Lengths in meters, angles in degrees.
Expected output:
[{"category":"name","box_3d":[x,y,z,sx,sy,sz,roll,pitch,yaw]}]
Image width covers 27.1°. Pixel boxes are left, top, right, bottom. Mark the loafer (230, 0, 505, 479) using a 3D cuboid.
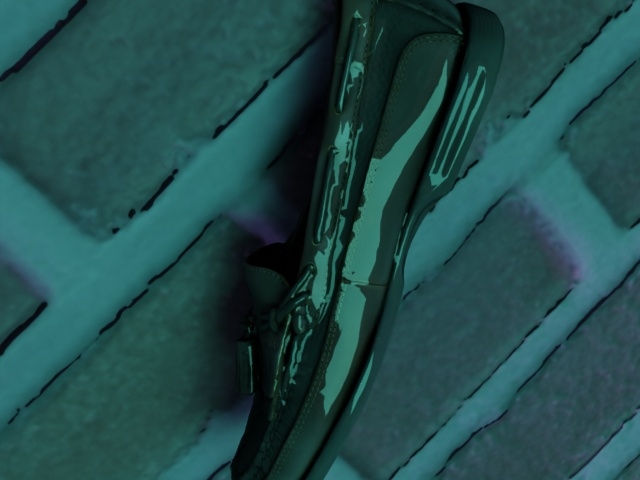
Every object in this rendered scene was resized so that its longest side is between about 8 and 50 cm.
[{"category":"loafer","box_3d":[0.000,0.000,0.651,0.084,0.096,0.267,20,98,-16]}]
